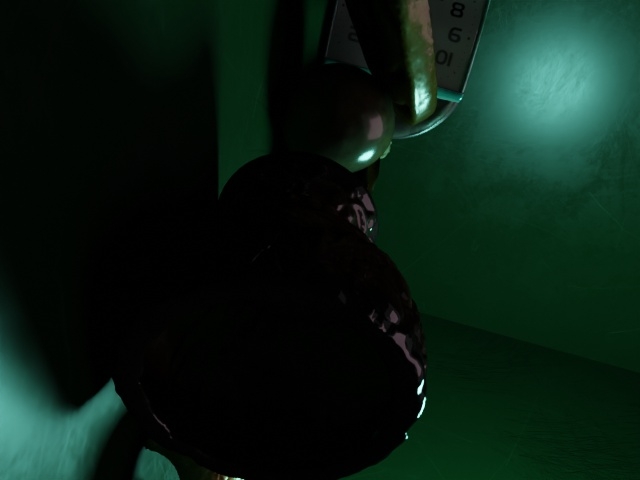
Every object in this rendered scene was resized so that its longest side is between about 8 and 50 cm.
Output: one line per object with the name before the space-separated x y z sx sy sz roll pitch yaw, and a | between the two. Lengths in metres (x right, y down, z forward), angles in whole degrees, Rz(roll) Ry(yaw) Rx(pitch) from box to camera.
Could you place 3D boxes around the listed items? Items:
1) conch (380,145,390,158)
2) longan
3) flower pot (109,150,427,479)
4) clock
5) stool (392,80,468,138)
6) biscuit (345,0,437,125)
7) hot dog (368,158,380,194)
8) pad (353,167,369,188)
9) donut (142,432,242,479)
conch | 0.110 -0.225 1.515 0.207 0.130 0.155 -54 150 -30
longan | 0.025 -0.175 0.825 0.187 0.167 0.167 -82 -175 -79
flower pot | -0.037 0.053 0.556 0.267 0.267 0.266 -84 -177 -56
clock | 0.152 -0.390 0.999 0.116 0.262 0.231 -92 -165 -79
stool | 0.159 -0.353 1.156 0.178 0.272 0.272 -83 -174 -75
biscuit | 0.072 -0.339 0.781 0.367 0.063 0.314 64 1 -54
hot dog | 0.038 -0.143 1.262 0.326 0.107 0.194 -43 139 -59
pad | 0.027 -0.118 1.008 0.220 0.004 0.330 -56 -159 36
donut | -0.148 0.274 0.618 0.085 0.141 0.217 31 69 -75
